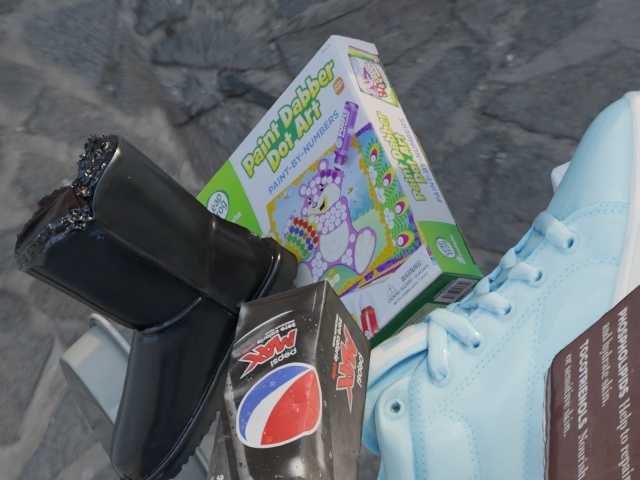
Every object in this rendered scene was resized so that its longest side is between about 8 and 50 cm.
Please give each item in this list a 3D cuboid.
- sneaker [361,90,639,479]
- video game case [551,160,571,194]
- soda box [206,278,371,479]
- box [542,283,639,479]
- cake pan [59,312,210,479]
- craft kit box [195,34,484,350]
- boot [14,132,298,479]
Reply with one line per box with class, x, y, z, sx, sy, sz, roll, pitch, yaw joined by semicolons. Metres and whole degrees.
sneaker;0.089;0.076;0.755;0.150;0.135;0.366;21;90;-4
video game case;0.271;-0.037;0.920;0.227;0.206;0.026;-23;61;4
soda box;-0.016;0.102;0.676;0.053;0.169;0.060;-17;130;22
box;0.200;0.076;0.456;0.168;0.167;0.203;39;119;-11
cake pan;-0.170;0.209;1.360;0.054;0.293;0.293;-32;98;-17
craft kit box;0.000;0.000;1.162;0.061;0.247;0.250;9;137;-38
boot;-0.160;0.059;1.099;0.207;0.094;0.246;31;91;-26
